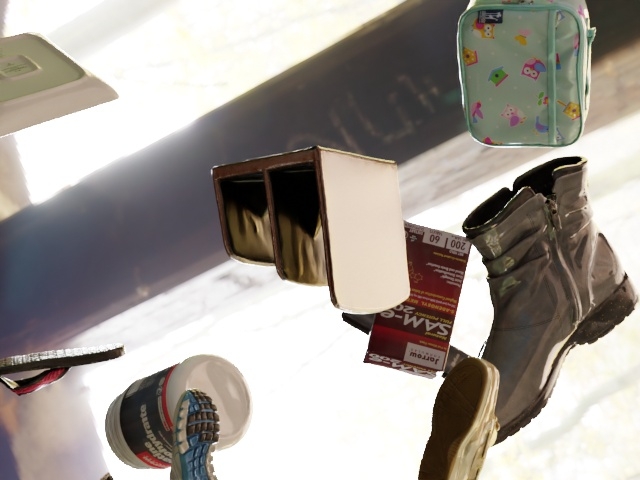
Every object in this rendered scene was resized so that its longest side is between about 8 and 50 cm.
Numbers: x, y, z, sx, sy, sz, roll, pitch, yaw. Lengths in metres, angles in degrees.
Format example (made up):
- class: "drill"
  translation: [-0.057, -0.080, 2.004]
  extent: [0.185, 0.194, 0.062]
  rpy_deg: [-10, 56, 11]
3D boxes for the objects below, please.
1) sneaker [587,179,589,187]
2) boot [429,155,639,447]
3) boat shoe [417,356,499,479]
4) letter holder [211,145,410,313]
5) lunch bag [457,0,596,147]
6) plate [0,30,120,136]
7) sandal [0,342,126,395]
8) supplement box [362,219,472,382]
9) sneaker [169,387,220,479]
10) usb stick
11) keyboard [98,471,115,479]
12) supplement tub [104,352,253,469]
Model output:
- class: "sneaker"
  translation: [0.403, -0.078, 2.188]
  extent: [0.071, 0.188, 0.066]
  rpy_deg: [53, 164, 29]
- class: "boot"
  translation: [0.210, 0.066, 1.370]
  extent: [0.338, 0.118, 0.222]
  rpy_deg: [-43, -62, -25]
- class: "boat shoe"
  translation: [0.148, 0.191, 1.205]
  extent: [0.059, 0.170, 0.063]
  rpy_deg: [0, -151, -34]
- class: "letter holder"
  translation: [0.000, 0.000, 1.615]
  extent: [0.302, 0.152, 0.214]
  rpy_deg: [0, -98, -68]
- class: "lunch bag"
  translation: [0.355, -0.296, 2.033]
  extent: [0.108, 0.224, 0.279]
  rpy_deg: [-55, -36, -51]
- class: "plate"
  translation: [-0.546, -0.292, 2.118]
  extent: [0.277, 0.045, 0.278]
  rpy_deg: [-25, -132, -36]
- class: "sandal"
  translation: [-0.305, 0.147, 1.322]
  extent: [0.067, 0.179, 0.040]
  rpy_deg: [-140, 43, -81]
- class: "supplement box"
  translation: [0.160, 0.098, 1.945]
  extent: [0.073, 0.130, 0.239]
  rpy_deg: [98, -174, -68]
- class: "sneaker"
  translation: [-0.186, 0.301, 1.663]
  extent: [0.071, 0.083, 0.190]
  rpy_deg: [0, -93, -38]
- class: "usb stick"
  translation: [0.166, 0.184, 2.206]
  extent: [0.278, 0.045, 0.077]
  rpy_deg: [30, -140, 3]
- class: "keyboard"
  translation: [-0.260, 0.405, 1.601]
  extent: [0.180, 0.023, 0.108]
  rpy_deg: [58, -157, -1]
- class: "supplement tub"
  translation: [-0.277, 0.337, 2.303]
  extent: [0.191, 0.272, 0.191]
  rpy_deg: [19, -121, -36]
